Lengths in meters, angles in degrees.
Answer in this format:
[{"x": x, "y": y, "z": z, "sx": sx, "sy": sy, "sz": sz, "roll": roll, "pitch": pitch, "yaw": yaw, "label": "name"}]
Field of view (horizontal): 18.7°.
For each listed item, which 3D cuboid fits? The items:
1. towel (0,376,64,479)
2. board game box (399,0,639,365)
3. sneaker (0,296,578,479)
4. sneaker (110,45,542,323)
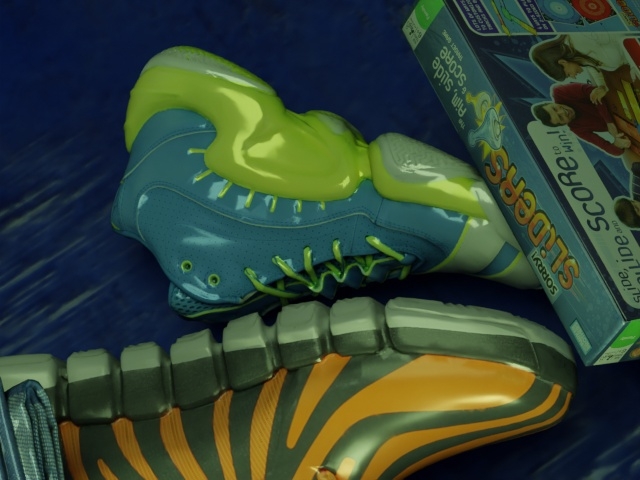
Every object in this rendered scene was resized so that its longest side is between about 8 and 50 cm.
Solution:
[{"x": -0.153, "y": 0.220, "z": 0.822, "sx": 0.209, "sy": 0.034, "sz": 0.285, "roll": -31, "pitch": 67, "yaw": 39, "label": "towel"}, {"x": 0.137, "y": -0.039, "z": 0.904, "sx": 0.136, "sy": 0.035, "sz": 0.201, "roll": -4, "pitch": 54, "yaw": -32, "label": "board game box"}, {"x": -0.035, "y": 0.135, "z": 0.874, "sx": 0.321, "sy": 0.124, "sz": 0.180, "roll": -12, "pitch": 66, "yaw": 21, "label": "sneaker"}, {"x": 0.000, "y": 0.000, "z": 0.951, "sx": 0.240, "sy": 0.091, "sz": 0.126, "roll": 25, "pitch": 92, "yaw": 24, "label": "sneaker"}]
